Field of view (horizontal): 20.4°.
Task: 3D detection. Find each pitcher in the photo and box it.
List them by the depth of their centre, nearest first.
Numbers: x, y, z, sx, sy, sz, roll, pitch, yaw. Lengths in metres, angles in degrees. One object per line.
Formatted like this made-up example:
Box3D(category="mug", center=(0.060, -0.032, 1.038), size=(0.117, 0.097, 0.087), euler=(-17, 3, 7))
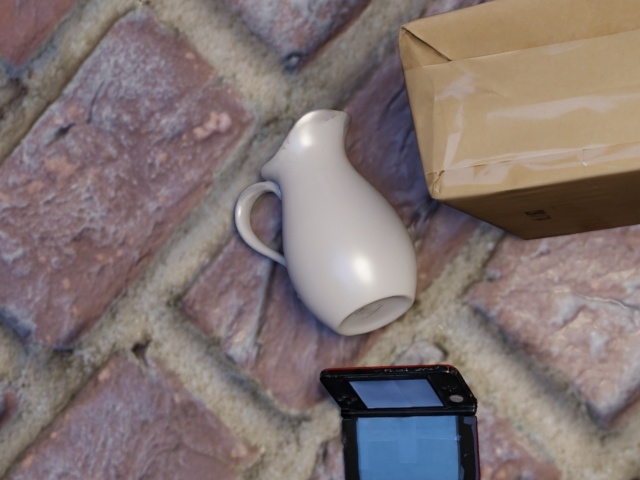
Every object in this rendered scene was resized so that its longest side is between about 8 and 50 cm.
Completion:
Box3D(category="pitcher", center=(0.000, 0.000, 1.792), size=(0.178, 0.125, 0.207), euler=(-41, 61, 35))

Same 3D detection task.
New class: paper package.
Box3D(category="paper package", center=(0.264, -0.115, 1.573), size=(0.309, 0.325, 0.168), euler=(-9, 82, 21))

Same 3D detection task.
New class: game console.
Box3D(category="game console", center=(0.078, 0.186, 1.760), size=(0.144, 0.124, 0.085), euler=(-4, 59, 21))
